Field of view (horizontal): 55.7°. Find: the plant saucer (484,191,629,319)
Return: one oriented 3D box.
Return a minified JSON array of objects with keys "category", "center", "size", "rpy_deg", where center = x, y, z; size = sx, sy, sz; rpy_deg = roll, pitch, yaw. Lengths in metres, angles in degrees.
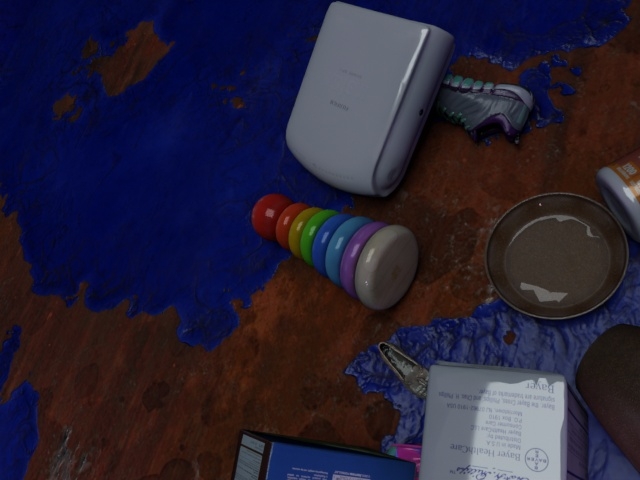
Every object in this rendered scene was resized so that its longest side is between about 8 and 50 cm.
[{"category":"plant saucer","center":[0.346,0.025,0.898],"size":[0.198,0.036,0.199],"rpy_deg":[-11,64,24]}]

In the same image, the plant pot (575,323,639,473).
[{"category":"plant pot","center":[0.423,0.199,0.695],"size":[0.215,0.215,0.230],"rpy_deg":[-50,41,0]}]

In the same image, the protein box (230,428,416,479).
[{"category":"protein box","center":[-0.010,0.360,0.759],"size":[0.136,0.199,0.201],"rpy_deg":[158,125,-65]}]

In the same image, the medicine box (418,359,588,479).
[{"category":"medicine box","center":[0.218,0.313,0.699],"size":[0.149,0.263,0.289],"rpy_deg":[0,68,28]}]

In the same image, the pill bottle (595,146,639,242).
[{"category":"pill bottle","center":[0.502,-0.097,0.818],"size":[0.216,0.121,0.121],"rpy_deg":[-31,57,13]}]

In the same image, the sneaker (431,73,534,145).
[{"category":"sneaker","center":[0.243,-0.222,1.039],"size":[0.223,0.083,0.098],"rpy_deg":[14,80,31]}]

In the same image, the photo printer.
[{"category":"photo printer","center":[0.071,-0.242,1.073],"size":[0.256,0.107,0.308],"rpy_deg":[33,109,38]}]

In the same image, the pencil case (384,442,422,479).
[{"category":"pencil case","center":[0.122,0.395,0.814],"size":[0.104,0.104,0.236],"rpy_deg":[-2,65,27]}]

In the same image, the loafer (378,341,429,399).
[{"category":"loafer","center":[0.134,0.200,0.929],"size":[0.125,0.039,0.045],"rpy_deg":[39,88,35]}]

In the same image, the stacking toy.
[{"category":"stacking toy","center":[0.000,0.000,1.046],"size":[0.330,0.141,0.141],"rpy_deg":[22,80,39]}]
